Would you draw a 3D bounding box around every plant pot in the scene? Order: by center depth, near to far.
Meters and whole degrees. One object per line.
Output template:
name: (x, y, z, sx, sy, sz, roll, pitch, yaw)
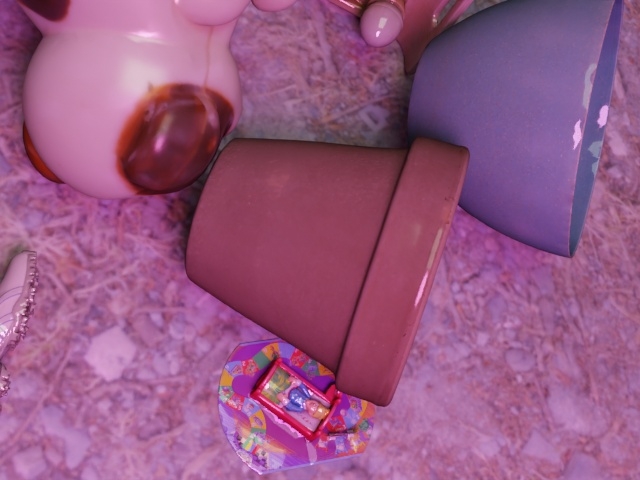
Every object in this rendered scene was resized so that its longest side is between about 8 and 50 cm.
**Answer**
plant pot: (0.000, 0.000, 0.999, 0.229, 0.263, 0.263, 19, 62, 4)
plant pot: (0.207, -0.140, 1.130, 0.195, 0.290, 0.290, 11, 61, 18)

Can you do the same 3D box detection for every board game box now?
board game box: (-0.018, 0.157, 1.032, 0.168, 0.033, 0.133, -5, 72, -24)

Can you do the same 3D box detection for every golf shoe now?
golf shoe: (-0.310, 0.081, 0.930, 0.086, 0.069, 0.176, 17, 63, -8)

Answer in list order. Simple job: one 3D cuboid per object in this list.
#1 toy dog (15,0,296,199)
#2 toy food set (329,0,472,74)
toy dog: (-0.183, -0.239, 0.942, 0.395, 0.284, 0.408, -33, 119, -53)
toy food set: (0.018, -0.318, 1.126, 0.306, 0.220, 0.092, 25, 57, -11)
